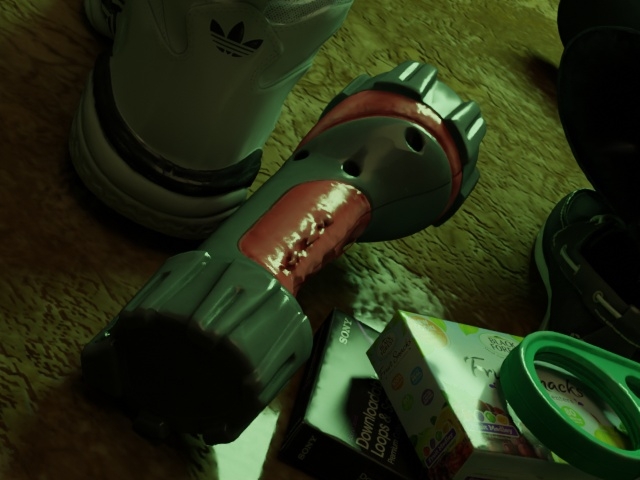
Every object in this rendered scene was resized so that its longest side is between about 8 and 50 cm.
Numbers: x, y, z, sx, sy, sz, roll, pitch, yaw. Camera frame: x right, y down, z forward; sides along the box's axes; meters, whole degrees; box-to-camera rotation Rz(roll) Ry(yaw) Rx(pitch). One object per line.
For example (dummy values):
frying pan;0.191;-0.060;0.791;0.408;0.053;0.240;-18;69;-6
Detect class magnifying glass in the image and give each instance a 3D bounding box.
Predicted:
magnifying glass;0.180;0.086;0.836;0.231;0.026;0.092;3;41;-51

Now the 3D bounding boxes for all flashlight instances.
flashlight;0.000;0.000;0.815;0.103;0.103;0.304;43;35;-2

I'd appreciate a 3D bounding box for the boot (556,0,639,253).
boot;0.262;-0.103;1.143;0.367;0.146;0.445;44;24;19

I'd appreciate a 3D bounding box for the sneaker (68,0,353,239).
sneaker;-0.054;-0.175;0.940;0.137;0.210;0.366;24;30;-16

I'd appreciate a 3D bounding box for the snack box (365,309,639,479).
snack box;0.103;0.093;0.803;0.141;0.037;0.100;14;33;-36

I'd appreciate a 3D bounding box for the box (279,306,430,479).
box;0.062;0.110;0.809;0.162;0.029;0.116;28;29;-6

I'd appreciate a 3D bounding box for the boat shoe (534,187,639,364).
boat shoe;0.195;0.021;1.023;0.084;0.079;0.233;28;28;-5
